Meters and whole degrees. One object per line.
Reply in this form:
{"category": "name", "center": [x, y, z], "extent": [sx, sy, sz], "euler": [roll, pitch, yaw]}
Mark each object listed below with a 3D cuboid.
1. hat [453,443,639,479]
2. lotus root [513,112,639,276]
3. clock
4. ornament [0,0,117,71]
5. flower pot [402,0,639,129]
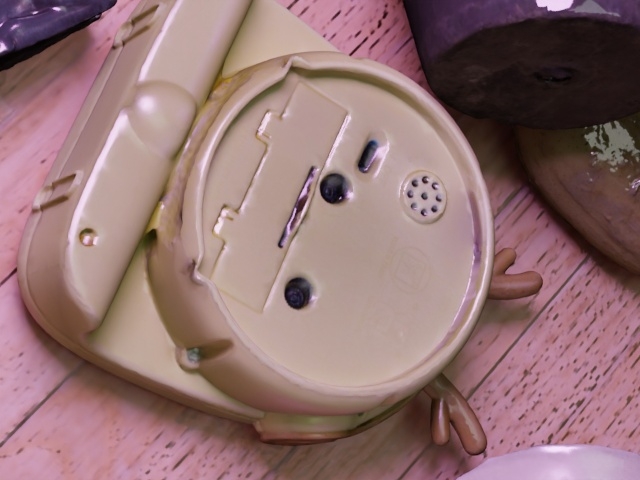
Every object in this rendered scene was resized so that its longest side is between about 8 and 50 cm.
{"category": "hat", "center": [0.149, 0.259, 1.029], "extent": [0.258, 0.168, 0.301], "euler": [2, 77, -5]}
{"category": "lotus root", "center": [0.182, -0.050, 1.188], "extent": [0.183, 0.077, 0.090], "euler": [45, 64, -16]}
{"category": "clock", "center": [0.000, 0.000, 1.073], "extent": [0.308, 0.096, 0.235], "euler": [31, 68, -22]}
{"category": "ornament", "center": [-0.232, -0.190, 0.987], "extent": [0.202, 0.080, 0.236], "euler": [-30, 96, -25]}
{"category": "flower pot", "center": [0.133, -0.155, 1.076], "extent": [0.235, 0.235, 0.148], "euler": [13, 65, -26]}
